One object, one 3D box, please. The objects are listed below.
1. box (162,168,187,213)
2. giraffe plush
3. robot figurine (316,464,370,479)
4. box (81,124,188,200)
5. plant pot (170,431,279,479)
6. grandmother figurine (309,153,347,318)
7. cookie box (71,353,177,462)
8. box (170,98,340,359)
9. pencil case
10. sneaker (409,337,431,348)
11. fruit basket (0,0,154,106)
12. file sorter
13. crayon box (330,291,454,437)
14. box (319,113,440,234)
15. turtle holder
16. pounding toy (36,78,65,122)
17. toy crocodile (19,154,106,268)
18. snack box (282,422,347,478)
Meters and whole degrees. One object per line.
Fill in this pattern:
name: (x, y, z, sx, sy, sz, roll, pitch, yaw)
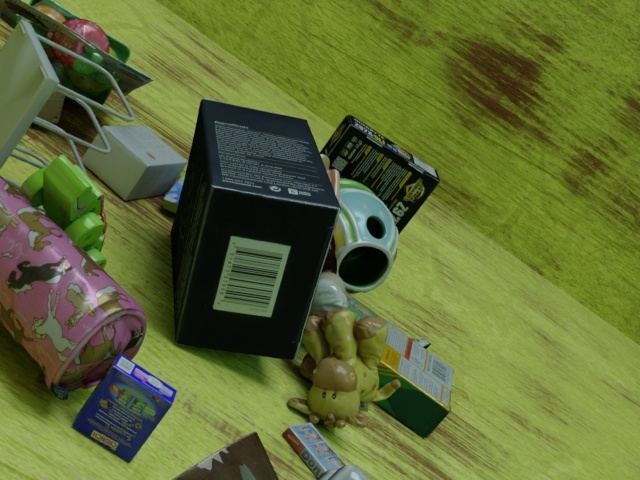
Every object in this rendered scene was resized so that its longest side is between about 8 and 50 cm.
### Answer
box: (-0.252, -0.093, 2.039, 0.109, 0.042, 0.178, 22, 33, 2)
giraffe plush: (0.028, 0.240, 1.679, 0.210, 0.181, 0.170, 69, 26, -12)
robot figurine: (0.103, 0.435, 1.171, 0.353, 0.200, 0.300, 48, -18, 4)
box: (-0.374, -0.159, 1.983, 0.130, 0.091, 0.170, 41, 18, 11)
plant pot: (-0.097, 0.363, 1.061, 0.230, 0.215, 0.215, 55, 22, 11)
grandmother figurine: (0.000, 0.000, 1.844, 0.208, 0.104, 0.342, 65, 16, -55)
cookie box: (-0.251, 0.215, 1.256, 0.092, 0.107, 0.040, 35, 17, -8)
box: (-0.130, -0.030, 1.707, 0.212, 0.294, 0.395, 9, 26, -15)
pencil case: (-0.410, 0.037, 1.308, 0.386, 0.167, 0.160, 41, -2, 15)
sneaker: (0.180, 0.220, 2.111, 0.075, 0.057, 0.161, 48, 23, 16)
fruit basket: (-0.521, -0.389, 2.026, 0.327, 0.165, 0.353, 30, -1, -20)
file sorter: (-0.454, -0.159, 1.551, 0.173, 0.278, 0.193, 26, 21, -42)
crayon box: (0.107, 0.225, 1.927, 0.323, 0.083, 0.203, 37, 18, -2)
box: (0.078, -0.092, 2.273, 0.257, 0.322, 0.079, 30, 21, -18)
turtle holder: (0.029, -0.017, 2.087, 0.320, 0.243, 0.227, 48, 4, -37)
pounding toy: (-0.580, -0.289, 1.955, 0.130, 0.100, 0.141, 3, 32, -35)
toy crocodile: (-0.359, -0.029, 1.434, 0.115, 0.105, 0.340, 45, -25, 10)
snack box: (0.016, 0.357, 1.531, 0.178, 0.022, 0.064, 46, 21, 27)
